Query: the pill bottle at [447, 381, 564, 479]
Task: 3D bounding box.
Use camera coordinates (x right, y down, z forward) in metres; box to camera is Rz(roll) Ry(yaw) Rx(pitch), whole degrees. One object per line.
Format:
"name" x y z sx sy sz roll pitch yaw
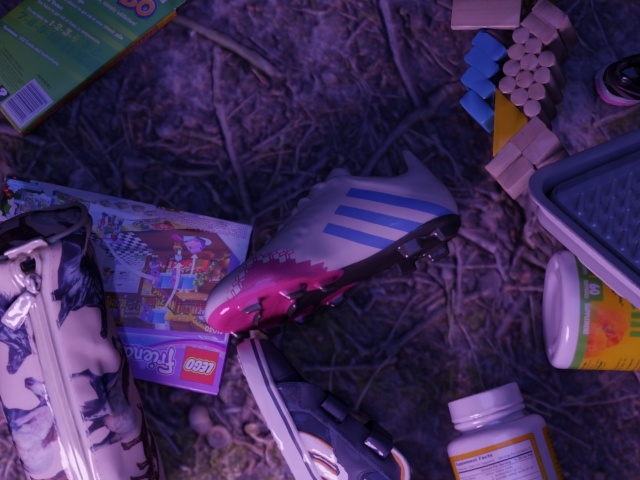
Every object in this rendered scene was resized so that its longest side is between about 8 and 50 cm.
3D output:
"pill bottle" 0.215 0.273 1.702 0.117 0.117 0.215 -16 83 -5

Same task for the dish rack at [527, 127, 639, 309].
"dish rack" 0.424 -0.020 1.693 0.332 0.072 0.285 -21 47 -27

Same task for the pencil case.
"pencil case" -0.267 0.173 1.612 0.160 0.183 0.410 -14 101 5

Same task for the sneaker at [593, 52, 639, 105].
"sneaker" 0.422 -0.194 1.802 0.178 0.077 0.072 -9 83 -5

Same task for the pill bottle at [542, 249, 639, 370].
"pill bottle" 0.386 0.082 1.729 0.245 0.136 0.136 2 82 -3

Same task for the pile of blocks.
"pile of blocks" 0.235 -0.221 1.789 0.149 0.112 0.362 5 78 20

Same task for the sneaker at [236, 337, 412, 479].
"sneaker" 0.022 0.237 1.696 0.127 0.126 0.321 -27 95 -2

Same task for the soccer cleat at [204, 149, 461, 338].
"soccer cleat" 0.000 0.000 1.730 0.331 0.116 0.143 -22 68 -20

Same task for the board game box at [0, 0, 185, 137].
"board game box" -0.292 -0.251 1.794 0.259 0.039 0.124 -40 86 -5

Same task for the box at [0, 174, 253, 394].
"box" -0.239 0.053 1.740 0.293 0.057 0.201 12 81 -1
